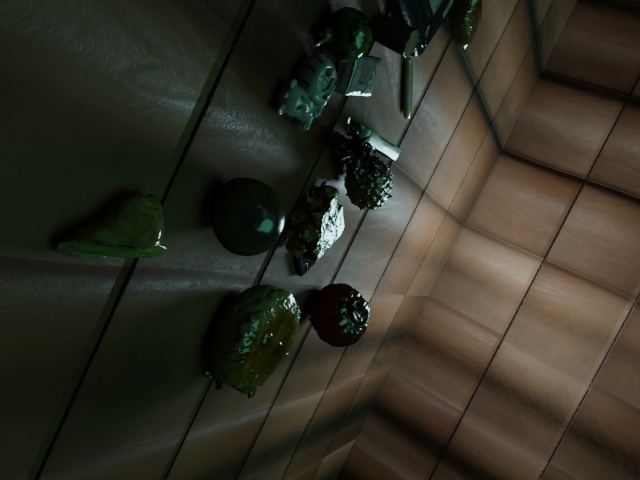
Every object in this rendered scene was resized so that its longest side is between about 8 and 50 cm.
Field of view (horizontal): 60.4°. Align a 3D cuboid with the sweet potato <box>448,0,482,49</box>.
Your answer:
[{"bbox_3d":[0.468,-0.798,1.750,0.109,0.109,0.385,-40,141,-39],"label":"sweet potato"}]

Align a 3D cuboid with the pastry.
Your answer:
[{"bbox_3d":[-0.180,0.265,1.538,0.330,0.136,0.329,-42,147,-36],"label":"pastry"}]

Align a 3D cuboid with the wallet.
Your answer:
[{"bbox_3d":[0.001,0.000,1.746,0.244,0.025,0.124,-47,151,-28],"label":"wallet"}]

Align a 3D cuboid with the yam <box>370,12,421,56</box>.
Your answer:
[{"bbox_3d":[0.193,-0.542,1.452,0.084,0.127,0.084,-42,152,-29],"label":"yam"}]

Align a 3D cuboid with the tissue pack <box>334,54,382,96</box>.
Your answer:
[{"bbox_3d":[0.096,-0.436,1.446,0.148,0.060,0.108,-19,130,-57],"label":"tissue pack"}]

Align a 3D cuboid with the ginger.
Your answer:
[{"bbox_3d":[-0.363,-0.024,0.974,0.193,0.115,0.122,-2,96,-53],"label":"ginger"}]

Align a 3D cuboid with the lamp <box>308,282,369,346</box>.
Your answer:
[{"bbox_3d":[0.072,0.258,1.918,0.227,0.227,0.226,-43,149,-34],"label":"lamp"}]

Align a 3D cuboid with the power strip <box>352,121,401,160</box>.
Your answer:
[{"bbox_3d":[0.167,-0.305,1.691,0.048,0.080,0.286,-64,154,7],"label":"power strip"}]

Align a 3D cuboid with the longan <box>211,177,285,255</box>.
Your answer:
[{"bbox_3d":[-0.163,-0.053,1.238,0.167,0.168,0.187,-48,130,-28],"label":"longan"}]

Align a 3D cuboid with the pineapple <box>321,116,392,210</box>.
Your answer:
[{"bbox_3d":[0.109,-0.223,1.575,0.165,0.166,0.364,-57,152,-11],"label":"pineapple"}]

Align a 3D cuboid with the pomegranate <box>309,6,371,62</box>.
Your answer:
[{"bbox_3d":[0.044,-0.472,1.268,0.162,0.122,0.122,-13,132,-23],"label":"pomegranate"}]

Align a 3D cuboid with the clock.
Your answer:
[{"bbox_3d":[-0.034,-0.352,1.264,0.176,0.080,0.117,-61,154,2],"label":"clock"}]

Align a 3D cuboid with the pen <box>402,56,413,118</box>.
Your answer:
[{"bbox_3d":[0.284,-0.492,1.783,0.233,0.032,0.040,82,19,-51],"label":"pen"}]

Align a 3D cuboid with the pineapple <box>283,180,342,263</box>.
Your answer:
[{"bbox_3d":[-0.003,-0.048,1.592,0.236,0.115,0.186,-62,155,-8],"label":"pineapple"}]

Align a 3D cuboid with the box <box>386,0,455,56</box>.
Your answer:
[{"bbox_3d":[0.310,-0.734,1.518,0.359,0.091,0.350,-59,155,-1],"label":"box"}]
